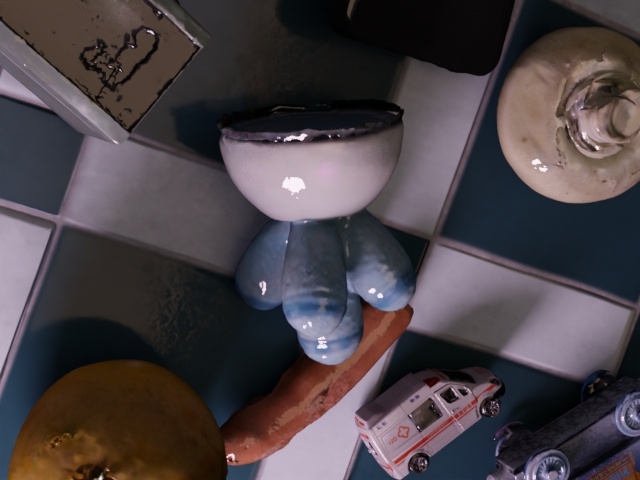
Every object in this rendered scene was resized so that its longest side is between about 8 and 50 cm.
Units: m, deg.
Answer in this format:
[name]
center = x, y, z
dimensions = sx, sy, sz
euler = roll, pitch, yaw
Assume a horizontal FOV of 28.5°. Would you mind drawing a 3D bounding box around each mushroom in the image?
[mushroom]
center = 0.360, -0.169, 1.687
dimensions = 0.246, 0.202, 0.246
euler = -1, 96, -12

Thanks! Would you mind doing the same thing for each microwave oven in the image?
[microwave oven]
center = -0.298, -0.270, 1.381
dimensions = 0.295, 0.237, 0.181
euler = 41, 83, -23

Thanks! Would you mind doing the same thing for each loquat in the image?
[loquat]
center = -0.245, 0.274, 1.521
dimensions = 0.263, 0.263, 0.263
euler = -4, 102, -21

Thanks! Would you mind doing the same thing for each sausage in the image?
[sausage]
center = -0.008, 0.187, 1.676
dimensions = 0.326, 0.079, 0.087
euler = -42, 132, -10

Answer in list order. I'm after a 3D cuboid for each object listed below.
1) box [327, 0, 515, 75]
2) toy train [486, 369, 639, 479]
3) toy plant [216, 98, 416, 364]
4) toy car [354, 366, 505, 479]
[box]
center = 0.150, -0.368, 1.596
dimensions = 0.290, 0.073, 0.289
euler = 7, 100, -42
[toy train]
center = 0.387, 0.328, 1.833
dimensions = 0.300, 0.131, 0.202
euler = -28, 111, -14
[toy plant]
center = 0.000, 0.000, 1.568
dimensions = 0.247, 0.247, 0.332
euler = -11, 107, -19
[toy car]
center = 0.151, 0.230, 1.743
dimensions = 0.210, 0.089, 0.108
euler = -35, 106, -8
